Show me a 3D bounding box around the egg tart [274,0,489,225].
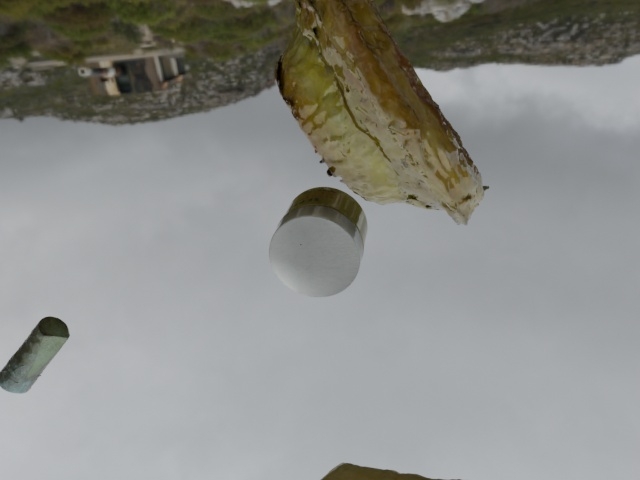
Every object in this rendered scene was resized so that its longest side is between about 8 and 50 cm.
[{"bbox_3d":[0.071,-0.191,0.808,0.178,0.443,0.443,-32,-164,16],"label":"egg tart"}]

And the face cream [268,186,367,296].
[{"bbox_3d":[0.000,0.000,1.358,0.217,0.218,0.179,0,-153,12],"label":"face cream"}]

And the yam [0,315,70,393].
[{"bbox_3d":[-0.561,0.228,1.090,0.169,0.068,0.068,-47,-164,16],"label":"yam"}]

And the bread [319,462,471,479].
[{"bbox_3d":[0.044,0.381,0.454,0.207,0.279,0.279,-14,-168,40],"label":"bread"}]
